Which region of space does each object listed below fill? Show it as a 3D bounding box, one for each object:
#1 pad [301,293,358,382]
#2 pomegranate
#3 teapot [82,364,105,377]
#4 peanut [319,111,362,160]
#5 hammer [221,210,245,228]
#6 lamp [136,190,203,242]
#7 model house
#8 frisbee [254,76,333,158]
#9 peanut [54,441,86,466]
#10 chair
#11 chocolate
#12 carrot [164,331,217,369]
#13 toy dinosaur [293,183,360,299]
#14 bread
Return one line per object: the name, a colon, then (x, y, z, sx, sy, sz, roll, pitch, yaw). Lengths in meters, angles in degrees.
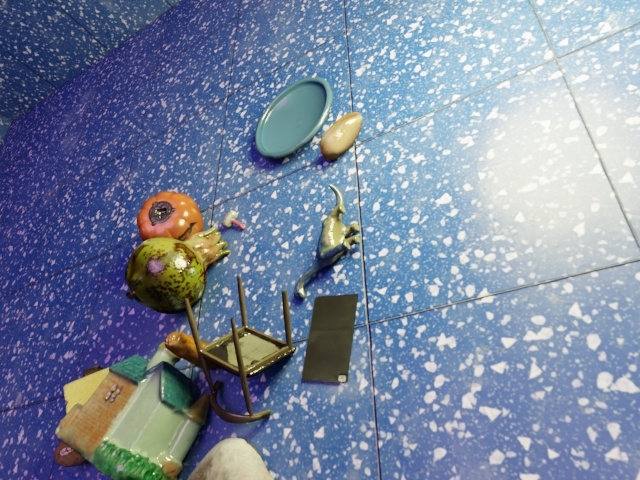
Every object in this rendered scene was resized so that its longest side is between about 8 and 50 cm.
pad: (0.021, 0.206, 1.000, 0.116, 0.004, 0.193, -9, 59, 32)
pomegranate: (-0.384, 0.062, 1.241, 0.221, 0.204, 0.277, 33, 86, 36)
teapot: (-0.634, 0.390, 1.336, 0.110, 0.084, 0.080, 180, 95, -67)
peanut: (0.055, -0.278, 1.229, 0.152, 0.076, 0.076, -52, 47, 1)
hammer: (-0.244, -0.052, 1.336, 0.083, 0.031, 0.053, 29, 85, 32)
lamp: (-0.441, -0.048, 1.387, 0.187, 0.164, 0.188, -3, 68, 7)
model house: (-0.387, 0.376, 1.089, 0.267, 0.194, 0.325, 8, 59, 36)
frisbee: (-0.076, -0.357, 1.383, 0.289, 0.049, 0.290, -21, 52, 29)
peanut: (-0.606, 0.520, 1.202, 0.192, 0.089, 0.089, -40, 47, 8)
chair: (-0.169, 0.239, 1.023, 0.188, 0.166, 0.273, 13, 114, 39)
chocolate: (-0.165, 0.523, 0.883, 0.185, 0.100, 0.303, -54, 44, 0)
carrot: (-0.288, 0.256, 1.070, 0.060, 0.186, 0.060, -13, 59, 22)
toy dinosaur: (0.000, 0.000, 1.103, 0.188, 0.075, 0.248, -27, 56, 30)
bread: (-0.555, 0.397, 1.205, 0.188, 0.068, 0.125, -21, 42, -18)
